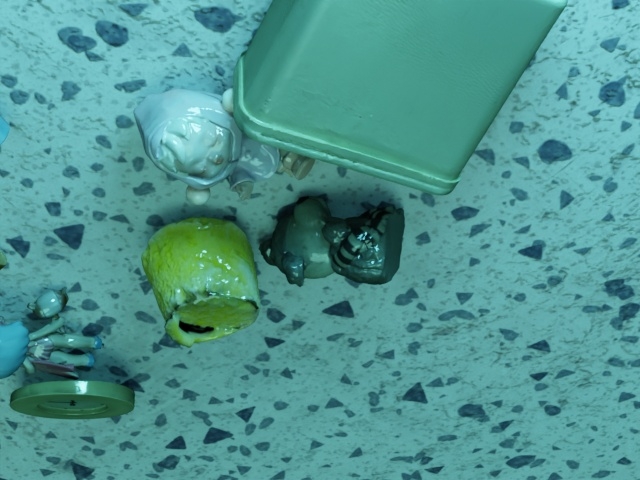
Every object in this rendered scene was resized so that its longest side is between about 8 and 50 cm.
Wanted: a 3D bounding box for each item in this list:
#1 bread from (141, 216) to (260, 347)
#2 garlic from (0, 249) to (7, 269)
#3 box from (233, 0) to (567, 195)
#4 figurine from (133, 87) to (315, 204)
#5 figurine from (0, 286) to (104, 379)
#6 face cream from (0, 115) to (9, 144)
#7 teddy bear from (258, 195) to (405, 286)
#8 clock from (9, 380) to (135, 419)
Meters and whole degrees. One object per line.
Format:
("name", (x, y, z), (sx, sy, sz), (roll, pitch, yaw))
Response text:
("bread", (-0.196, 0.067, 1.841), (0.197, 0.170, 0.197), (-11, 143, -9))
("garlic", (-0.596, 0.057, 1.872), (0.084, 0.066, 0.152), (29, 124, -32))
("box", (0.101, -0.274, 1.517), (0.352, 0.177, 0.344), (16, 129, -18))
("figurine", (-0.145, -0.146, 1.658), (0.276, 0.133, 0.200), (13, 121, -23))
("figurine", (-0.496, 0.179, 1.953), (0.260, 0.103, 0.205), (11, 122, -43))
("face cream", (-0.555, -0.226, 1.580), (0.077, 0.077, 0.250), (-22, 132, 17))
("teddy bear", (0.012, 0.005, 1.802), (0.251, 0.171, 0.144), (-1, 112, 5))
("clock", (-0.471, 0.305, 2.101), (0.235, 0.029, 0.235), (-1, 159, -1))
